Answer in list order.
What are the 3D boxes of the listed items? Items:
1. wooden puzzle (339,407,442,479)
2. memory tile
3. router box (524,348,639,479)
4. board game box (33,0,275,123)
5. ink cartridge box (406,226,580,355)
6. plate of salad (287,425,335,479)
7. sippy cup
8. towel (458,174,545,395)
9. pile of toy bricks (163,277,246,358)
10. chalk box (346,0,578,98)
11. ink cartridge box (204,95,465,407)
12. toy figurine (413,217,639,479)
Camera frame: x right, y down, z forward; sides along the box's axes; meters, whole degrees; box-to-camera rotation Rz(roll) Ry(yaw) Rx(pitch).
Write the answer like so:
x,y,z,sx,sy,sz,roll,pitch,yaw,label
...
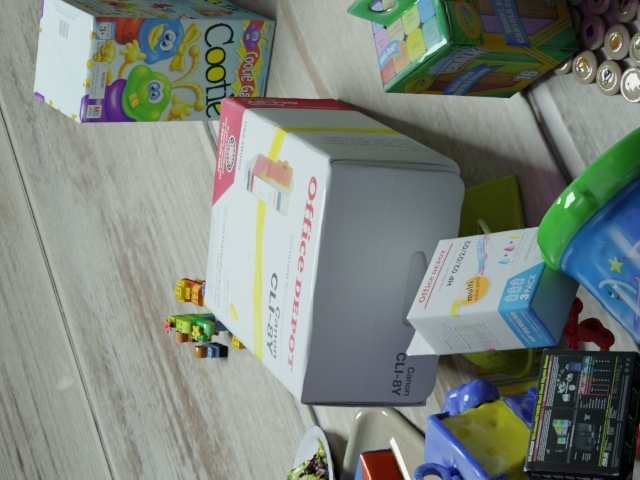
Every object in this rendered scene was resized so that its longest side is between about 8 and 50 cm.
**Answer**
x,y,z,sx,sy,sz,roll,pitch,yaw,label
0.107,0.411,1.849,0.348,0.080,0.322,36,122,47,wooden puzzle
0.289,-0.207,1.587,0.148,0.012,0.113,31,118,49,memory tile
0.243,0.161,1.430,0.092,0.038,0.122,0,65,30,router box
-0.219,-0.241,2.070,0.144,0.275,0.142,31,118,49,board game box
0.156,0.051,1.522,0.181,0.061,0.104,-9,43,41,ink cartridge box
-0.022,0.337,2.010,0.200,0.048,0.200,-173,90,-75,plate of salad
0.346,0.021,1.368,0.240,0.305,0.224,-40,70,17,sippy cup
0.201,0.053,1.734,0.102,0.021,0.237,-16,80,49,towel
-0.165,0.113,2.179,0.212,0.105,0.118,13,104,54,pile of toy bricks
0.134,-0.232,1.614,0.132,0.213,0.132,-33,63,57,chalk box
0.000,0.000,1.813,0.385,0.160,0.279,-145,59,-65,ink cartridge box
0.169,0.165,1.551,0.362,0.217,0.191,47,155,41,toy figurine
